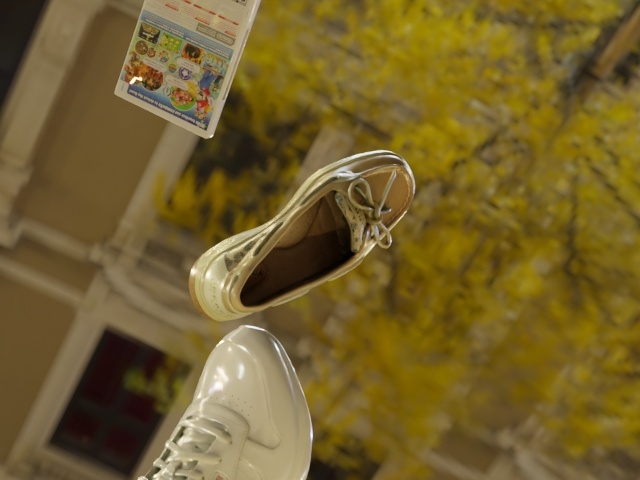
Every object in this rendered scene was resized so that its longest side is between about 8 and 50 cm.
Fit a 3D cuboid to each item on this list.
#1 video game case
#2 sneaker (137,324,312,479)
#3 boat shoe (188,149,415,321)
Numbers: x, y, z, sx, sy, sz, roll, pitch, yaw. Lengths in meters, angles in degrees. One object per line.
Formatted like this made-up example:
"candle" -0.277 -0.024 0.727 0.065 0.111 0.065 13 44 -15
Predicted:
"video game case" -0.100 -0.149 1.349 0.087 0.122 0.011 26 -162 17
"sneaker" -0.099 0.217 1.511 0.114 0.305 0.152 7 171 40
"boat shoe" 0.000 0.000 1.841 0.285 0.089 0.104 -36 -69 -26
